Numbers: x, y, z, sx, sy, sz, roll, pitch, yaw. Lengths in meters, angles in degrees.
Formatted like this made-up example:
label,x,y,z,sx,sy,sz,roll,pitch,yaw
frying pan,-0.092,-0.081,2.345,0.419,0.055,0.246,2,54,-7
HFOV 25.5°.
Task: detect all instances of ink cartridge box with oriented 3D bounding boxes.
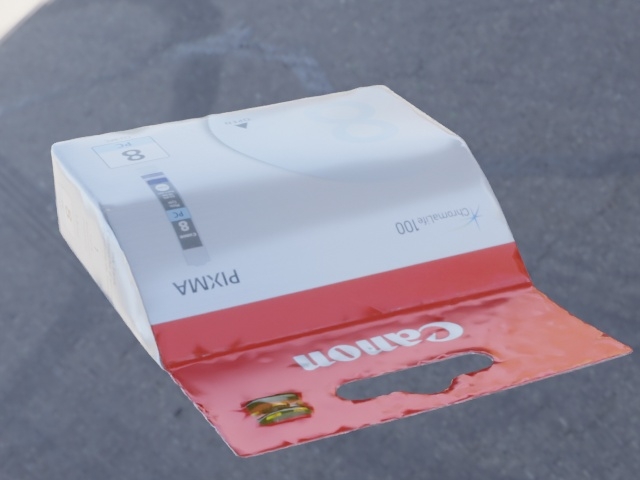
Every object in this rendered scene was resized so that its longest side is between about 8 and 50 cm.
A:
label,x,y,z,sx,sy,sz,roll,pitch,yaw
ink cartridge box,0.000,0.000,1.060,0.308,0.091,0.385,-12,27,-23
